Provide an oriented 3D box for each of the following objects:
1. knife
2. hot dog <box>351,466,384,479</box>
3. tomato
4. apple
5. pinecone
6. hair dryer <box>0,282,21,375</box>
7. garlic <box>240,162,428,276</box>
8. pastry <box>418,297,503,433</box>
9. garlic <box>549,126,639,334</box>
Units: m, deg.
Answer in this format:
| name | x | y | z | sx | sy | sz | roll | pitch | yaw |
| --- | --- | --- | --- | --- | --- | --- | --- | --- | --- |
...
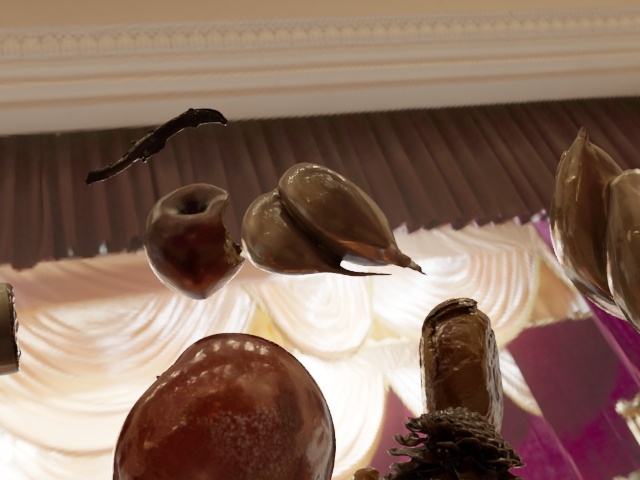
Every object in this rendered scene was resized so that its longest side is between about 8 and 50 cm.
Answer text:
| name | x | y | z | sx | sy | sz | roll | pitch | yaw |
| --- | --- | --- | --- | --- | --- | --- | --- | --- | --- |
| knife | -0.241 | -0.142 | 1.247 | 0.222 | 0.045 | 0.021 | -27 | -2 | -12 |
| hot dog | 0.099 | 0.486 | 1.764 | 0.066 | 0.047 | 0.215 | -2 | -21 | 10 |
| tomato | -0.099 | 0.239 | 0.960 | 0.227 | 0.270 | 0.270 | 26 | -49 | 11 |
| apple | -0.190 | 0.010 | 1.293 | 0.147 | 0.156 | 0.158 | -30 | -46 | -30 |
| pinecone | 0.219 | 0.431 | 1.483 | 0.246 | 0.246 | 0.292 | 19 | -91 | -34 |
| hair dryer | -0.496 | 0.243 | 1.157 | 0.203 | 0.128 | 0.361 | -6 | -81 | -20 |
| garlic | 0.000 | 0.000 | 1.642 | 0.231 | 0.340 | 0.246 | -50 | -28 | -9 |
| pastry | 0.301 | 0.297 | 1.847 | 0.164 | 0.356 | 0.356 | -5 | -42 | 13 |
| garlic | 0.354 | 0.036 | 0.911 | 0.325 | 0.279 | 0.132 | 38 | -84 | -28 |
